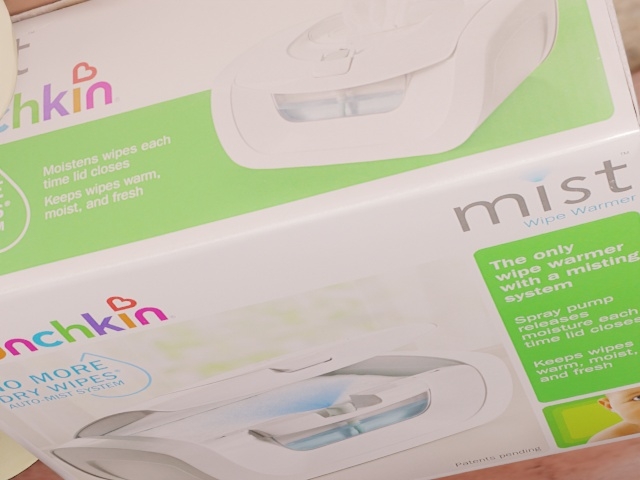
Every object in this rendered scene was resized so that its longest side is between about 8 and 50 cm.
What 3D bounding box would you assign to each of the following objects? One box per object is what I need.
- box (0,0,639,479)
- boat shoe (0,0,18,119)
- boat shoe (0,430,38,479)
[{"bbox_3d":[0.000,0.000,0.564,0.262,0.126,0.231,-13,148,11],"label":"box"},{"bbox_3d":[-0.248,-0.089,0.395,0.324,0.116,0.097,19,143,-28],"label":"boat shoe"},{"bbox_3d":[-0.189,0.115,0.777,0.133,0.049,0.042,-29,169,19],"label":"boat shoe"}]
